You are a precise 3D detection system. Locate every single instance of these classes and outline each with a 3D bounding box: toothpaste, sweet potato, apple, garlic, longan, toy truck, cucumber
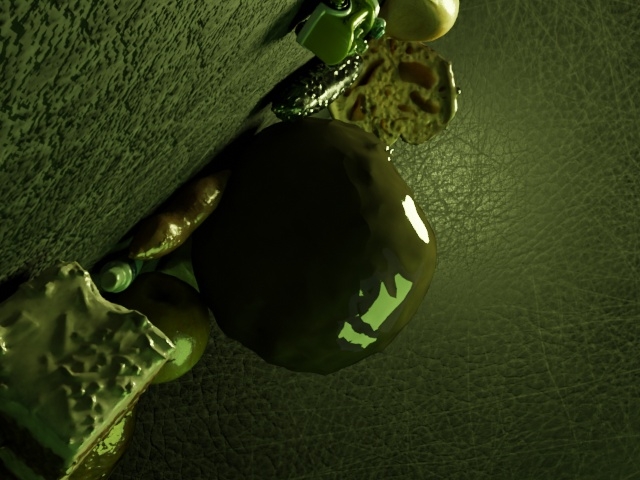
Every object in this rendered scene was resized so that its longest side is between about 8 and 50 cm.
[{"bbox_3d":[-0.244,0.035,0.814,0.062,0.037,0.216,-51,-171,-2],"label":"toothpaste"},{"bbox_3d":[-0.176,-0.032,0.832,0.065,0.051,0.218,-49,-177,40],"label":"sweet potato"},{"bbox_3d":[-0.257,0.133,1.016,0.182,0.182,0.155,-56,165,-57],"label":"apple"},{"bbox_3d":[0.187,-0.466,1.263,0.164,0.146,0.245,-19,-179,-3],"label":"garlic"},{"bbox_3d":[-0.002,-0.005,1.078,0.404,0.404,0.436,-46,-176,38],"label":"longan"},{"bbox_3d":[0.029,-0.239,0.706,0.111,0.077,0.076,-53,-174,-37],"label":"toy truck"},{"bbox_3d":[-0.003,-0.240,1.008,0.072,0.072,0.300,-47,-175,36],"label":"cucumber"}]

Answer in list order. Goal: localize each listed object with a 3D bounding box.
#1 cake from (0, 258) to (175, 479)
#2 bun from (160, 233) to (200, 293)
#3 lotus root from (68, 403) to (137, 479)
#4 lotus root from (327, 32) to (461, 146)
[{"bbox_3d":[-0.214,0.111,0.514,0.134,0.135,0.147,-50,-177,-41],"label":"cake"},{"bbox_3d":[-0.222,0.037,1.338,0.244,0.153,0.244,-45,-177,3],"label":"bun"},{"bbox_3d":[-0.338,0.245,0.865,0.291,0.193,0.193,-54,-179,32],"label":"lotus root"},{"bbox_3d":[0.168,-0.352,1.597,0.316,0.316,0.250,-49,-168,11],"label":"lotus root"}]
